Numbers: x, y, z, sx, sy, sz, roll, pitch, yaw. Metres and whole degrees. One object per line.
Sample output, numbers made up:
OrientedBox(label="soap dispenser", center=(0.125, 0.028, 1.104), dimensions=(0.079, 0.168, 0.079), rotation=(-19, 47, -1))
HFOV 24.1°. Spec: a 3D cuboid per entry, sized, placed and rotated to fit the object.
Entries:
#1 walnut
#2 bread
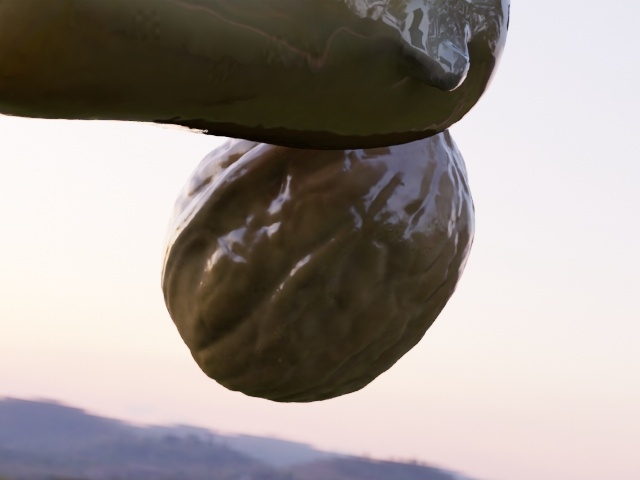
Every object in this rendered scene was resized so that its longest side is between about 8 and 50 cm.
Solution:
OrientedBox(label="walnut", center=(0.000, 0.000, 1.118), dimensions=(0.261, 0.225, 0.225), rotation=(-43, -32, 16))
OrientedBox(label="bread", center=(-0.094, -0.215, 0.897), dimensions=(0.376, 0.348, 0.253), rotation=(0, -17, -42))
